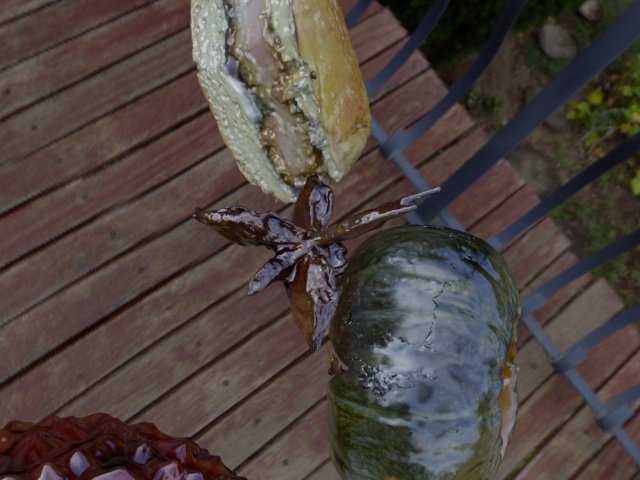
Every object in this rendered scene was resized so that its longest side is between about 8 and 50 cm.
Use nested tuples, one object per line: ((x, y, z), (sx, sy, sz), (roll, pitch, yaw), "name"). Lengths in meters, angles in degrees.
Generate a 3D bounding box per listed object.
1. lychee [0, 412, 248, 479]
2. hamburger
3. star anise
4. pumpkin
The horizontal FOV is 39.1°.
((-0.216, 0.400, 0.911), (0.500, 0.424, 0.425), (40, 60, -14), "lychee")
((-0.036, -0.194, 0.982), (0.245, 0.155, 0.282), (27, 62, -53), "hamburger")
((0.004, -0.008, 0.759), (0.140, 0.144, 0.158), (-32, 86, -37), "star anise")
((0.117, 0.142, 0.989), (0.192, 0.320, 0.321), (7, 61, 21), "pumpkin")
